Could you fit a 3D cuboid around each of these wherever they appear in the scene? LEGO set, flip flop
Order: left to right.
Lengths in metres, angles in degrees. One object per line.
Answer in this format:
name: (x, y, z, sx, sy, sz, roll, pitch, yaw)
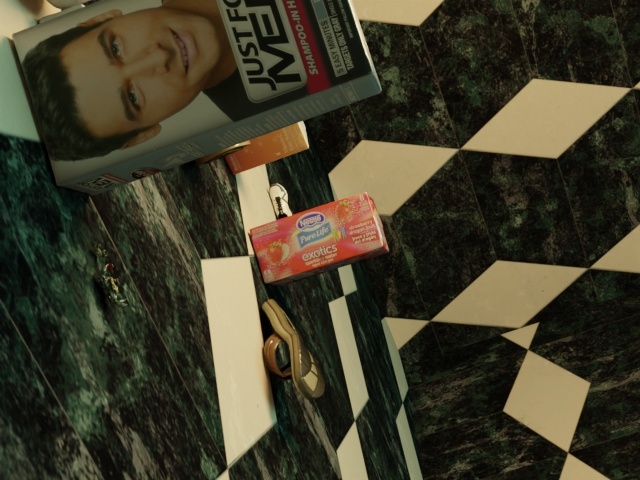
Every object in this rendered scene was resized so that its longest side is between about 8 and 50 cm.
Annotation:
LEGO set: (-0.245, 0.045, 1.176, 0.083, 0.023, 0.054, 60, -4, 44)
flip flop: (-0.066, 0.204, 1.869, 0.112, 0.080, 0.277, 60, -2, -35)

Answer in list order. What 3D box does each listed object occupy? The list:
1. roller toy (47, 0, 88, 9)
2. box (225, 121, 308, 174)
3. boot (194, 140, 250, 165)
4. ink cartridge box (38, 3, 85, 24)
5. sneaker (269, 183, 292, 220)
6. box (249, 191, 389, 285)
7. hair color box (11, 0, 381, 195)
roller toy: (-0.315, -0.392, 1.264, 0.191, 0.146, 0.209, -154, -139, -86)
box: (-0.127, -0.233, 2.108, 0.091, 0.170, 0.130, -101, 169, -53)
boot: (-0.207, -0.261, 1.830, 0.283, 0.109, 0.220, -92, 163, -72)
ink cartridge box: (-0.290, -0.213, 1.310, 0.109, 0.063, 0.151, 3, 69, -82)
sneaker: (-0.095, -0.086, 2.471, 0.044, 0.040, 0.109, -77, 147, -72)
box: (0.000, 0.000, 2.110, 0.128, 0.256, 0.123, 26, 46, -79)
hair color box: (-0.138, -0.202, 1.176, 0.113, 0.374, 0.185, 17, 54, -81)
